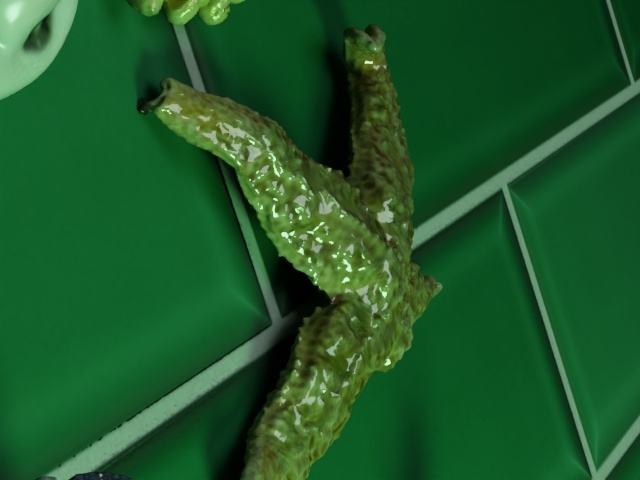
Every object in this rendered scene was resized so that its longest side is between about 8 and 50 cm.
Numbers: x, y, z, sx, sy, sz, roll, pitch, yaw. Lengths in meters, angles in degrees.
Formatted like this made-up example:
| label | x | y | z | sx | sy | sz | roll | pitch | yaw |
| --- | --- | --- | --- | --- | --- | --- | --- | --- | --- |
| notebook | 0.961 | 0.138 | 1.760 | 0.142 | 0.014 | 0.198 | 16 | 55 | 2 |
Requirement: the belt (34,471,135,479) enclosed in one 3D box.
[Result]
| label | x | y | z | sx | sy | sz | roll | pitch | yaw |
| --- | --- | --- | --- | --- | --- | --- | --- | --- | --- |
| belt | -0.132 | 0.227 | 0.857 | 0.140 | 0.126 | 0.230 | 33 | 40 | -24 |

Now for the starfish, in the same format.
| label | x | y | z | sx | sy | sz | roll | pitch | yaw |
| --- | --- | --- | --- | --- | --- | --- | --- | --- | --- |
| starfish | 0.000 | 0.000 | 1.291 | 0.432 | 0.082 | 0.324 | -37 | 114 | -56 |

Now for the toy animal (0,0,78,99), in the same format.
| label | x | y | z | sx | sy | sz | roll | pitch | yaw |
| --- | --- | --- | --- | --- | --- | --- | --- | --- | --- |
| toy animal | -0.231 | -0.253 | 0.920 | 0.258 | 0.194 | 0.357 | -106 | 179 | -50 |

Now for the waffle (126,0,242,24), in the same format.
| label | x | y | z | sx | sy | sz | roll | pitch | yaw |
| --- | --- | --- | --- | --- | --- | --- | --- | --- | --- |
| waffle | -0.115 | -0.280 | 1.231 | 0.261 | 0.056 | 0.250 | -43 | 116 | -60 |
